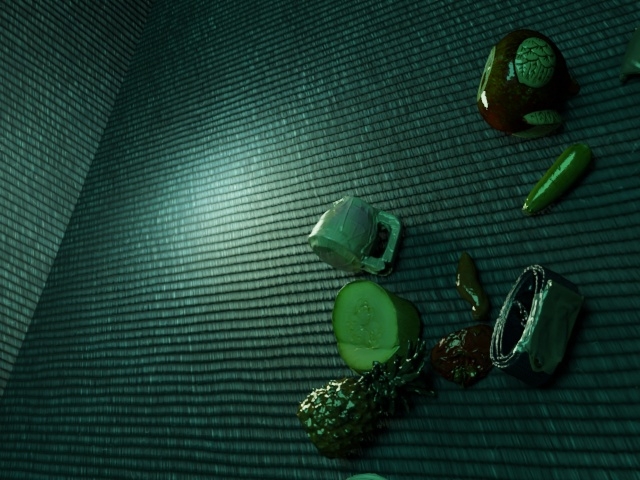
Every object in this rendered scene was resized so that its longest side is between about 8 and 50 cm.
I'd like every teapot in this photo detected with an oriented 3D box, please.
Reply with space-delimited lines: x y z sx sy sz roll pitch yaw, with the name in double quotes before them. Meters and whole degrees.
"teapot" 0.092 -0.022 2.052 0.221 0.163 0.178 9 62 46

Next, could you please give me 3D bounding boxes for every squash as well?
"squash" 0.121 0.213 1.893 0.220 0.133 0.220 -19 57 33
"squash" 0.527 -0.135 1.794 0.201 0.066 0.066 -47 41 7

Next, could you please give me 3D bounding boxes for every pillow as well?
"pillow" 0.783 -0.419 1.762 0.255 0.059 0.169 12 74 46

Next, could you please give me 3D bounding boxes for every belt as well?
"belt" 0.440 0.174 1.619 0.230 0.126 0.139 -66 19 -14

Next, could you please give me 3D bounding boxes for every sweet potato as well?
"sweet potato" 0.337 0.103 1.814 0.058 0.055 0.202 -31 44 23

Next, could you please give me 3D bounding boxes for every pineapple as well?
"pineapple" 0.115 0.342 1.795 0.340 0.169 0.169 -37 43 7

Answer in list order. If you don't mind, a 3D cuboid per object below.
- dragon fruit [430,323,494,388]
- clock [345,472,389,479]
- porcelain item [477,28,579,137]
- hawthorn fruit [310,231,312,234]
"dragon fruit" 0.304 0.250 1.726 0.162 0.083 0.106 -35 46 17
"clock" 0.075 0.607 1.708 0.236 0.053 0.236 -24 47 29
"porcelain item" 0.500 -0.368 1.907 0.253 0.253 0.253 -24 48 30
"hawthorn fruit" 0.003 -0.004 2.192 0.077 0.077 0.077 -24 48 30
